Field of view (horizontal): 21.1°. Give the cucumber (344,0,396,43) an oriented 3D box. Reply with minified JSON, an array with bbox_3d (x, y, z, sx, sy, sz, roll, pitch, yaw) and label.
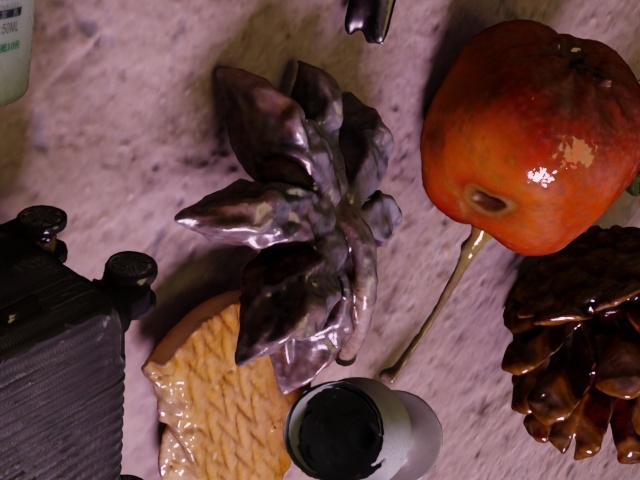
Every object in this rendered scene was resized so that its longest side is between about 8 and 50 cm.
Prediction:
[{"bbox_3d":[0.044,-0.191,1.077,0.034,0.033,0.135,-75,-178,-72],"label":"cucumber"}]

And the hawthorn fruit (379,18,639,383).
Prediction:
[{"bbox_3d":[0.128,-0.018,1.234,0.165,0.165,0.285,-15,134,-51],"label":"hawthorn fruit"}]

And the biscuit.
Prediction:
[{"bbox_3d":[-0.057,0.108,1.139,0.144,0.033,0.224,-51,148,-30],"label":"biscuit"}]

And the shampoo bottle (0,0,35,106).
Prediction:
[{"bbox_3d":[-0.155,-0.155,0.795,0.069,0.041,0.191,-15,124,-45],"label":"shampoo bottle"}]

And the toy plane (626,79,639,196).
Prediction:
[{"bbox_3d":[0.265,-0.082,1.478,0.102,0.040,0.111,-43,144,-29],"label":"toy plane"}]

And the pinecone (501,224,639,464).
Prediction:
[{"bbox_3d":[0.249,0.083,1.420,0.229,0.202,0.201,-44,139,-66],"label":"pinecone"}]

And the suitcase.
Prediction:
[{"bbox_3d":[-0.218,0.118,0.814,0.312,0.128,0.202,-29,134,-44],"label":"suitcase"}]

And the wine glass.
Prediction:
[{"bbox_3d":[0.032,0.137,1.210,0.079,0.079,0.195,-64,163,0],"label":"wine glass"}]

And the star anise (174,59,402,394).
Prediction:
[{"bbox_3d":[0.000,-0.001,1.074,0.230,0.081,0.262,-71,149,-41],"label":"star anise"}]
